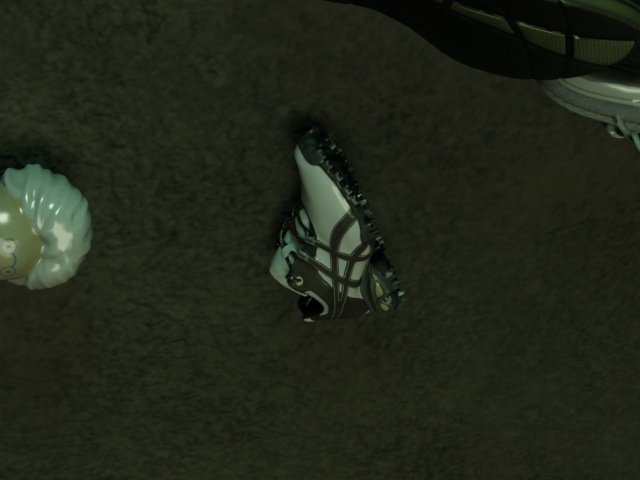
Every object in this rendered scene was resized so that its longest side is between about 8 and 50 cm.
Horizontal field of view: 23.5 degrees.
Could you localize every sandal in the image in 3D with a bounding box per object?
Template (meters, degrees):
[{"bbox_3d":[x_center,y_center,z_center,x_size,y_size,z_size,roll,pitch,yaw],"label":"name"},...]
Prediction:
[{"bbox_3d":[0.076,-0.187,0.992,0.303,0.086,0.120,20,160,-9],"label":"sandal"}]

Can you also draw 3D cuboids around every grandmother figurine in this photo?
[{"bbox_3d":[-0.329,0.000,1.062,0.342,0.104,0.208,-3,142,-12],"label":"grandmother figurine"}]

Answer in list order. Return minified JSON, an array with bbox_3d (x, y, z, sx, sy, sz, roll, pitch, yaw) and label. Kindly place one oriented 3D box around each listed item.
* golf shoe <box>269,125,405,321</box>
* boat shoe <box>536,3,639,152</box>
[{"bbox_3d":[0.000,0.000,1.186,0.094,0.077,0.198,-20,135,2],"label":"golf shoe"},{"bbox_3d":[0.289,-0.098,1.163,0.320,0.118,0.103,4,130,-32],"label":"boat shoe"}]
